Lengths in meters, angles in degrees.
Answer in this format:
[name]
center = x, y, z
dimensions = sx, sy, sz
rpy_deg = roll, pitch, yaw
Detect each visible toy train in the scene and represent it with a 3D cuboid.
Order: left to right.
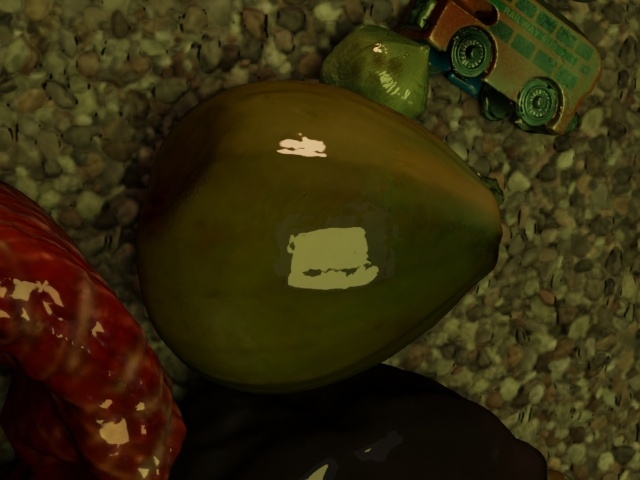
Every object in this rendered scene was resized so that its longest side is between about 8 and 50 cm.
[toy train]
center = 0.155, -0.162, 1.125
dimensions = 0.188, 0.072, 0.099
rpy_deg = 30, 82, -26

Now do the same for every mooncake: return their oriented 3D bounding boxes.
[mooncake]
center = -0.004, 0.278, 1.063
dimensions = 0.350, 0.212, 0.381
rpy_deg = 30, 84, -38

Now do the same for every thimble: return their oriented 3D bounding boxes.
[thimble]
center = -0.278, 0.123, 0.902
dimensions = 0.350, 0.230, 0.350
rpy_deg = -6, 106, -22

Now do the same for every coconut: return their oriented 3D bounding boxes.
[coconut]
center = 0.049, -0.132, 1.070
dimensions = 0.096, 0.088, 0.088
rpy_deg = -35, 118, 21

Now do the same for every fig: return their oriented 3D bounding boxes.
[fig]
center = 0.000, 0.000, 0.976
dimensions = 0.271, 0.239, 0.239
rpy_deg = 2, 103, 13

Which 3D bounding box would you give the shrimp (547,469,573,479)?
[shrimp]
center = 0.227, 0.306, 1.284
dimensions = 0.099, 0.041, 0.180
rpy_deg = -26, 110, -33

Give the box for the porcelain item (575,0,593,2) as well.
[porcelain item]
center = 0.280, -0.311, 1.115
dimensions = 0.259, 0.141, 0.141
rpy_deg = -50, 116, -16

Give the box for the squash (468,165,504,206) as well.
[squash]
center = 0.109, -0.028, 1.130
dimensions = 0.132, 0.105, 0.105
rpy_deg = -45, 116, -25
